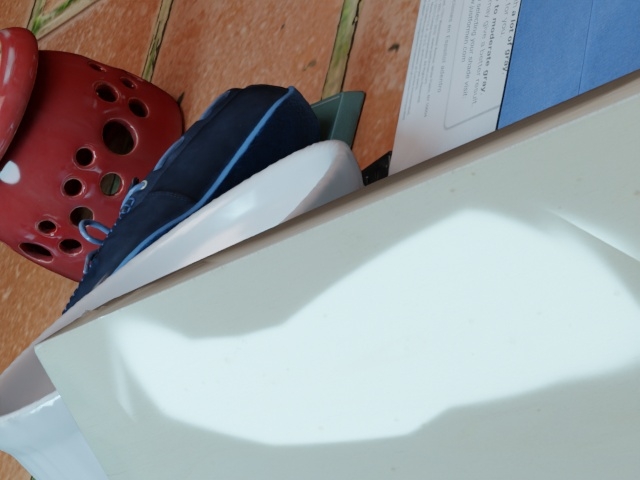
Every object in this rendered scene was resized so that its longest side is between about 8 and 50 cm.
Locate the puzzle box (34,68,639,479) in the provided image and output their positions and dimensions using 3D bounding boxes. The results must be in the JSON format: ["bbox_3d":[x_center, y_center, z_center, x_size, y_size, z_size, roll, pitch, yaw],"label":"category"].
[{"bbox_3d":[0.089,0.095,0.591,0.409,0.272,0.052,-21,10,47],"label":"puzzle box"}]

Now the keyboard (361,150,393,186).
[{"bbox_3d":[0.000,0.000,1.257,0.180,0.023,0.108,-34,45,41],"label":"keyboard"}]

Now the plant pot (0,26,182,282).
[{"bbox_3d":[-0.243,-0.078,1.564,0.191,0.174,0.191,-39,38,39],"label":"plant pot"}]

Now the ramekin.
[{"bbox_3d":[-0.059,0.073,1.075,0.277,0.135,0.277,-36,11,8],"label":"ramekin"}]

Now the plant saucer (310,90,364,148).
[{"bbox_3d":[-0.035,-0.067,1.375,0.192,0.018,0.067,-18,51,53],"label":"plant saucer"}]

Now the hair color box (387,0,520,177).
[{"bbox_3d":[0.184,-0.129,0.950,0.347,0.105,0.174,-22,52,56],"label":"hair color box"}]

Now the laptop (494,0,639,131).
[{"bbox_3d":[0.121,-0.182,0.674,0.236,0.408,0.382,-5,47,22],"label":"laptop"}]

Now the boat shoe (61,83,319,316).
[{"bbox_3d":[-0.100,-0.007,1.281,0.089,0.109,0.258,18,55,42],"label":"boat shoe"}]
